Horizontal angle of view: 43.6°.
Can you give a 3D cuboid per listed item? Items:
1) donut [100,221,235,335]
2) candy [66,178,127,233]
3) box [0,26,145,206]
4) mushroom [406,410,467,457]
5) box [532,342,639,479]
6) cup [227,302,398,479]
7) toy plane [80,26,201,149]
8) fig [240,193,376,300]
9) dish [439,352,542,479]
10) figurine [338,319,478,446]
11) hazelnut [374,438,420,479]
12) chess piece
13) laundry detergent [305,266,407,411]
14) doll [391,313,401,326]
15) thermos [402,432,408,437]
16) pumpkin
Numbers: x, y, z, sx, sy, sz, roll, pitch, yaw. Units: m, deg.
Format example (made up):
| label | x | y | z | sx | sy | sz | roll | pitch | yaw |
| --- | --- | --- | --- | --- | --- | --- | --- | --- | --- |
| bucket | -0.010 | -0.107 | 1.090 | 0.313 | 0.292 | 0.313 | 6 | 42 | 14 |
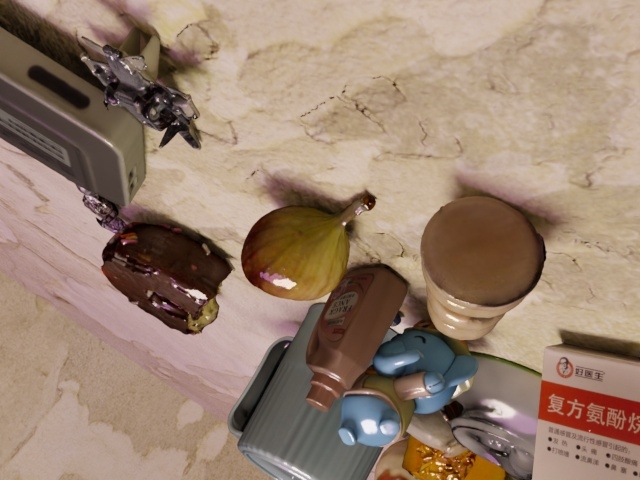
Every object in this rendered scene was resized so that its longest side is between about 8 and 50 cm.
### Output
| label | x | y | z | sx | sy | sz | roll | pitch | yaw |
| --- | --- | --- | --- | --- | --- | --- | --- | --- | --- |
| donut | -0.321 | 0.070 | 1.654 | 0.259 | 0.136 | 0.345 | 32 | 156 | 2 |
| candy | -0.448 | -0.080 | 1.607 | 0.094 | 0.051 | 0.226 | 30 | 158 | 28 |
| box | -0.451 | -0.202 | 1.262 | 0.367 | 0.090 | 0.373 | 33 | 163 | -3 |
| mushroom | 0.158 | 0.348 | 1.676 | 0.351 | 0.109 | 0.097 | 18 | 139 | 30 |
| box | 0.453 | 0.269 | 1.038 | 0.353 | 0.214 | 0.069 | 7 | -177 | 42 |
| cup | -0.012 | 0.306 | 1.532 | 0.331 | 0.311 | 0.256 | 22 | 155 | 19 |
| toy plane | -0.222 | -0.178 | 1.076 | 0.192 | 0.088 | 0.262 | 25 | 158 | 25 |
| fig | -0.004 | 0.016 | 1.159 | 0.231 | 0.143 | 0.160 | -4 | 171 | 43 |
| dish | 0.332 | 0.336 | 1.424 | 0.324 | 0.124 | 0.324 | 25 | 156 | 12 |
| figurine | 0.143 | 0.225 | 1.262 | 0.154 | 0.262 | 0.180 | 45 | 132 | 4 |
| hazelnut | 0.236 | 0.615 | 1.972 | 0.261 | 0.241 | 0.261 | 23 | -177 | -1 |
| chess piece | 0.193 | 0.060 | 1.027 | 0.143 | 0.142 | 0.261 | 24 | 160 | 14 |
| laundry detergent | 0.031 | 0.157 | 1.273 | 0.076 | 0.237 | 0.171 | 38 | 157 | -20 |
| doll | 0.093 | 0.133 | 1.418 | 0.125 | 0.027 | 0.037 | 2 | 152 | 48 |
| thermos | 0.125 | 0.400 | 1.842 | 0.193 | 0.105 | 0.137 | 12 | 155 | 27 |
| pumpkin | 0.334 | 0.504 | 1.749 | 0.281 | 0.139 | 0.190 | 27 | 161 | 0 |
